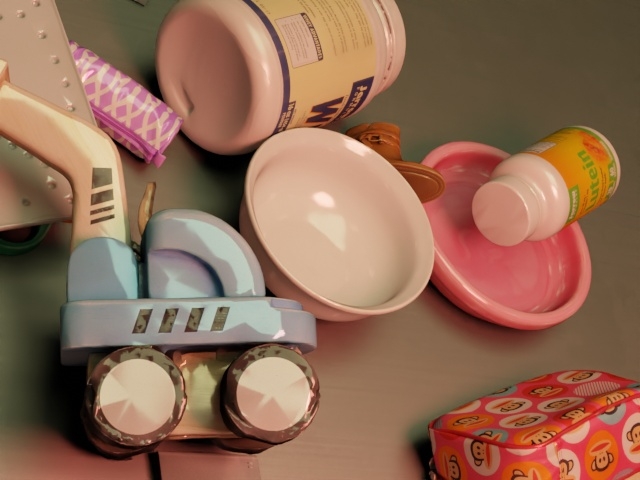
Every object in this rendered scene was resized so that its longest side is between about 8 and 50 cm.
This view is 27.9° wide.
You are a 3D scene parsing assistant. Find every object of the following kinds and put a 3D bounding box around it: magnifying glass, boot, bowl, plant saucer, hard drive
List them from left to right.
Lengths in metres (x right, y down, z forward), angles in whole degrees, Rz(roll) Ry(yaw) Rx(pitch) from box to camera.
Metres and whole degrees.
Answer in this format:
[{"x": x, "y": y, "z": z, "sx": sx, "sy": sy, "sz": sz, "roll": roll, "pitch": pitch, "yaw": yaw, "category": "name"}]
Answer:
[{"x": -0.350, "y": -0.052, "z": 1.663, "sx": 0.092, "sy": 0.026, "sz": 0.231, "roll": 50, "pitch": 44, "yaw": 7, "category": "magnifying glass"}, {"x": -0.133, "y": 0.302, "z": 1.549, "sx": 0.135, "sy": 0.022, "sz": 0.094, "roll": 8, "pitch": 55, "yaw": -30, "category": "hard drive"}, {"x": 0.000, "y": 0.000, "z": 1.787, "sx": 0.297, "sy": 0.134, "sz": 0.298, "roll": 19, "pitch": 50, "yaw": -23, "category": "bowl"}, {"x": 0.104, "y": -0.125, "z": 1.943, "sx": 0.197, "sy": 0.073, "sz": 0.152, "roll": 7, "pitch": 36, "yaw": 15, "category": "boot"}, {"x": 0.267, "y": 0.001, "z": 2.005, "sx": 0.332, "sy": 0.084, "sz": 0.332, "roll": 18, "pitch": 51, "yaw": -23, "category": "plant saucer"}]

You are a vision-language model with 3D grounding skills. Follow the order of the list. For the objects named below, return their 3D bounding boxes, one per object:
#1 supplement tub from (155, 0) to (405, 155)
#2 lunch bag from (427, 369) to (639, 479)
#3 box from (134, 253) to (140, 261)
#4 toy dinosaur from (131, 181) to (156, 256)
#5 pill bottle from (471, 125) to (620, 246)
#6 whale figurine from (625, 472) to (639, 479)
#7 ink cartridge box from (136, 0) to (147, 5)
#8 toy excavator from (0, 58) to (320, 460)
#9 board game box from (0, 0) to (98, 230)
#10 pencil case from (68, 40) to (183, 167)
[{"x": -0.052, "y": -0.272, "z": 1.882, "sx": 0.324, "sy": 0.235, "sz": 0.235, "roll": -24, "pitch": 73, "yaw": -43, "category": "supplement tub"}, {"x": 0.293, "y": 0.258, "z": 1.734, "sx": 0.293, "sy": 0.258, "sz": 0.120, "roll": -15, "pitch": 102, "yaw": -33, "category": "lunch bag"}, {"x": -0.176, "y": 0.090, "z": 1.664, "sx": 0.190, "sy": 0.045, "sz": 0.184, "roll": -10, "pitch": 66, "yaw": -39, "category": "box"}, {"x": -0.201, "y": 0.044, "z": 1.609, "sx": 0.118, "sy": 0.064, "sz": 0.268, "roll": -7, "pitch": 60, "yaw": -47, "category": "toy dinosaur"}, {"x": 0.340, "y": -0.079, "z": 1.957, "sx": 0.245, "sy": 0.136, "sz": 0.136, "roll": -28, "pitch": 76, "yaw": -44, "category": "pill bottle"}, {"x": 0.427, "y": 0.432, "z": 1.782, "sx": 0.216, "sy": 0.141, "sz": 0.272, "roll": -4, "pitch": 84, "yaw": -29, "category": "whale figurine"}, {"x": -0.294, "y": -0.400, "z": 1.958, "sx": 0.083, "sy": 0.028, "sz": 0.048, "roll": 27, "pitch": 46, "yaw": -15, "category": "ink cartridge box"}, {"x": -0.223, "y": 0.020, "z": 1.463, "sx": 0.432, "sy": 0.222, "sz": 0.445, "roll": 0, "pitch": 77, "yaw": -11, "category": "toy excavator"}, {"x": -0.485, "y": -0.162, "z": 1.585, "sx": 0.389, "sy": 0.050, "sz": 0.390, "roll": -10, "pitch": 64, "yaw": -26, "category": "board game box"}, {"x": -0.288, "y": -0.188, "z": 1.762, "sx": 0.206, "sy": 0.086, "sz": 0.088, "roll": 33, "pitch": 30, "yaw": -9, "category": "pencil case"}]
